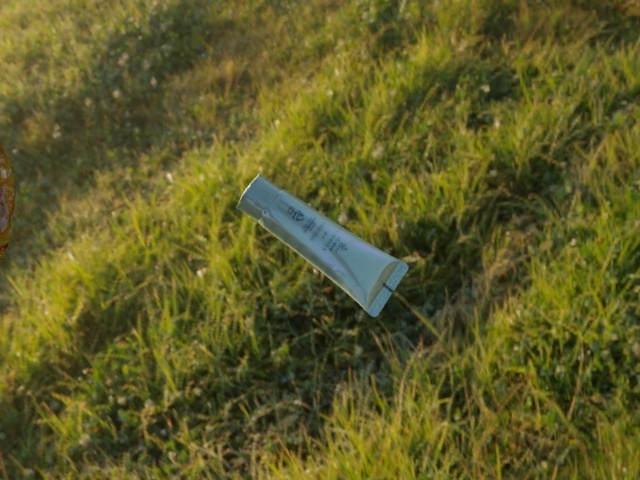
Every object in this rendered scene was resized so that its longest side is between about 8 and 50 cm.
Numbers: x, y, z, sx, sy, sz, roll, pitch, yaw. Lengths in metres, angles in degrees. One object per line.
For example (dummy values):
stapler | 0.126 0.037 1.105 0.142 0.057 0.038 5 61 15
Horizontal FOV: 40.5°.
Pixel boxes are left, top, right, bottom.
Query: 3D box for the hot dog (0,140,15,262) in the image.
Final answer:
hot dog | -0.372 -0.042 0.814 0.150 0.257 0.153 -1 8 37

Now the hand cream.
hand cream | 0.000 0.000 0.993 0.205 0.050 0.078 35 65 2
